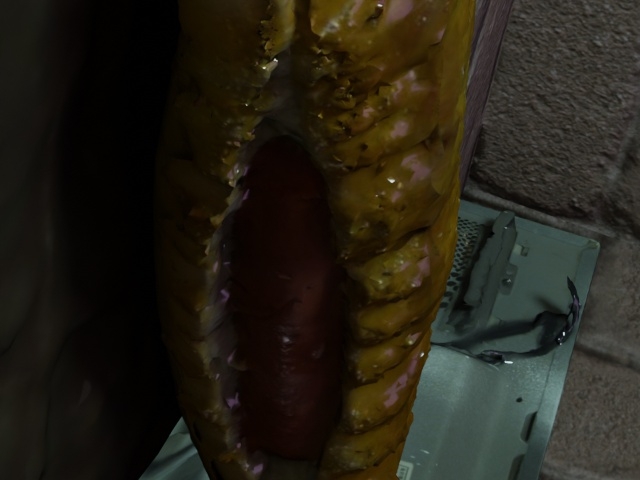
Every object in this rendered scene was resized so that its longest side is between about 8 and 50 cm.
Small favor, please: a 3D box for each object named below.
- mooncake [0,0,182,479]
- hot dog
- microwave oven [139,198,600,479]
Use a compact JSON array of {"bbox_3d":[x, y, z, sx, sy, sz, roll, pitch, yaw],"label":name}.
[{"bbox_3d":[-0.115,-0.050,0.486,0.324,0.187,0.324,20,90,-79],"label":"mooncake"},{"bbox_3d":[0.000,-0.001,0.478,0.289,0.068,0.083,90,18,-55],"label":"hot dog"},{"bbox_3d":[-0.006,0.202,1.214,0.432,0.236,0.374,-67,172,-47],"label":"microwave oven"}]
